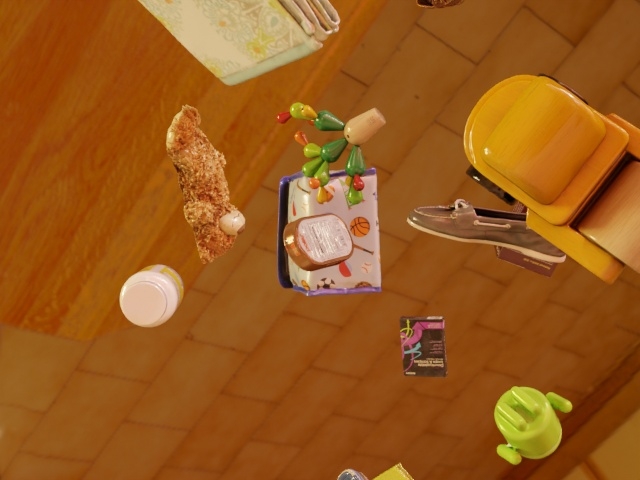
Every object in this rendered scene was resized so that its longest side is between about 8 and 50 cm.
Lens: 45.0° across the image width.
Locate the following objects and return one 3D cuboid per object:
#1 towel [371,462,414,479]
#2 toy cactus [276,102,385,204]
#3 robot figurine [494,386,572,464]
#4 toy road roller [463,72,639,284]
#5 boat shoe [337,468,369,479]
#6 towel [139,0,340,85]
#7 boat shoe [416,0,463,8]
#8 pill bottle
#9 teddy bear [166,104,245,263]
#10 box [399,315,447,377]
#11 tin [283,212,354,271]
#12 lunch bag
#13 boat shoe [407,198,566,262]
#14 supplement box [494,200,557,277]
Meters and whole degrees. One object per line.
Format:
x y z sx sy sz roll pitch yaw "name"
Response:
0.151 0.529 1.607 0.021 0.102 0.237 -42 171 -33 "towel"
0.030 -0.176 1.390 0.181 0.218 0.112 -35 168 20 "toy cactus"
0.248 0.218 0.921 0.101 0.067 0.115 -46 137 -8 "robot figurine"
0.356 -0.102 1.101 0.202 0.330 0.241 -54 161 10 "toy road roller"
0.081 0.382 1.007 0.066 0.183 0.066 5 137 -44 "boat shoe"
-0.174 -0.441 1.388 0.320 0.375 0.090 45 61 -27 "towel"
0.268 -0.545 1.720 0.060 0.178 0.064 -20 102 -12 "boat shoe"
-0.194 0.064 0.888 0.065 0.116 0.065 0 93 -4 "pill bottle"
-0.241 -0.122 1.639 0.113 0.245 0.337 -14 98 -1 "teddy bear"
0.271 0.279 2.029 0.116 0.029 0.162 -2 102 20 "box"
0.000 0.000 1.527 0.040 0.106 0.190 -32 169 34 "tin"
0.006 -0.022 2.069 0.239 0.385 0.327 0 92 -11 "lunch bag"
0.349 -0.041 1.576 0.336 0.112 0.095 13 108 1 "boat shoe"
0.487 -0.052 1.670 0.130 0.073 0.239 21 115 -3 "supplement box"
